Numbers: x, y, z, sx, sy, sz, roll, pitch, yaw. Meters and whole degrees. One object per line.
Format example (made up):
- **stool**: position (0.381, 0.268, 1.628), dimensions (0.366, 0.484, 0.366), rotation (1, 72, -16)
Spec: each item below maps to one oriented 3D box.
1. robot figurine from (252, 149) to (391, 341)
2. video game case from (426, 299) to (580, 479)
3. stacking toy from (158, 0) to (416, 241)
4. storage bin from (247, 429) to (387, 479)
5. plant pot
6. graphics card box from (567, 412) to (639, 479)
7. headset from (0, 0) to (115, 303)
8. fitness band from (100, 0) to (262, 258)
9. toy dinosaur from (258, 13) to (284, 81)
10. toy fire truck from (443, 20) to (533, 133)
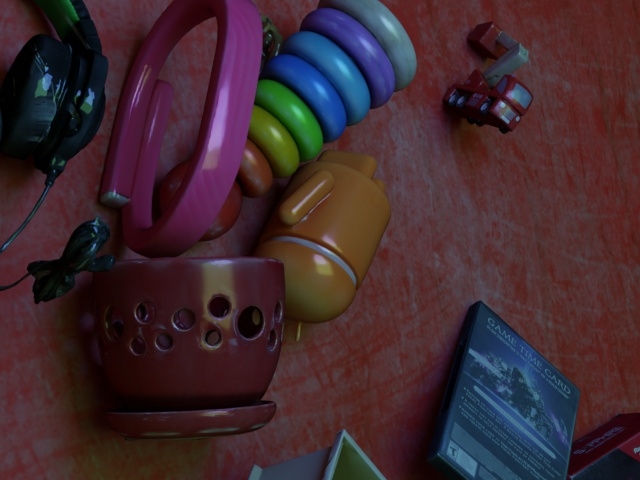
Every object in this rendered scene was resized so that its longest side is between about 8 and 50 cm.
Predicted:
- **robot figurine**: position (-0.001, -0.001, 1.365), dimensions (0.128, 0.158, 0.219), rotation (29, 61, -8)
- **video game case**: position (0.232, 0.224, 1.495), dimensions (0.196, 0.026, 0.274), rotation (41, 38, -14)
- **stacking toy**: position (-0.049, -0.129, 1.332), dimensions (0.330, 0.141, 0.141), rotation (-44, 108, -19)
- **storage bin**: position (0.020, 0.379, 1.191), dimensions (0.262, 0.123, 0.260), rotation (52, 34, -25)
- **plant pot**: position (-0.126, 0.105, 1.202), dimensions (0.191, 0.191, 0.174), rotation (0, 84, -38)
- **graphics card box**: position (0.423, 0.440, 1.620), dimensions (0.232, 0.094, 0.371), rotation (-19, 92, -40)
- **headset**: position (-0.293, -0.134, 1.128), dimensions (0.243, 0.185, 0.394), rotation (-7, 73, -39)
- **fitness band**: position (-0.142, -0.123, 1.229), dimensions (0.054, 0.209, 0.291), rotation (21, 67, -32)
- **toy dinosaur**: position (-0.049, -0.211, 1.432), dimensions (0.211, 0.064, 0.112), rotation (-37, 123, -30)
- **toy fire truck**: position (0.230, -0.216, 1.593), dimensions (0.047, 0.192, 0.135), rotation (37, 87, -25)
